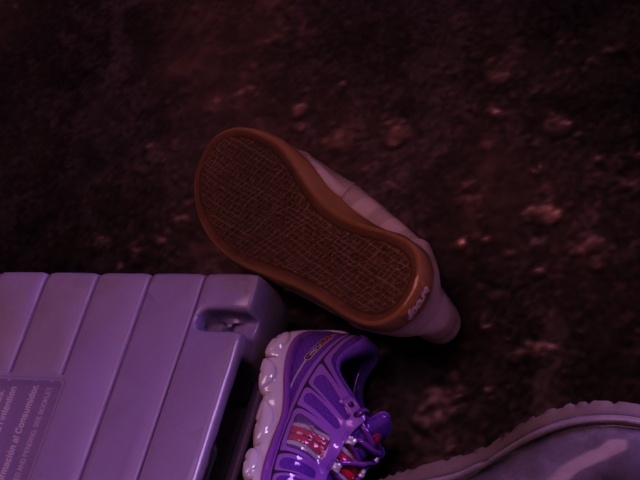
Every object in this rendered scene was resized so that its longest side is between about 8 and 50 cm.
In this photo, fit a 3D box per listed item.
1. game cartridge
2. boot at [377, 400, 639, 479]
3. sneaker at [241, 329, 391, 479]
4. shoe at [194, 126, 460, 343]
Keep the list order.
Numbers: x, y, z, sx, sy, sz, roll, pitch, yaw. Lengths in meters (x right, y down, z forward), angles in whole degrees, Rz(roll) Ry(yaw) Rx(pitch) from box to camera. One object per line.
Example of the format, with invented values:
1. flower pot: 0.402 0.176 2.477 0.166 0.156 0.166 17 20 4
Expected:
1. game cartridge: -0.167 0.178 0.930 0.230 0.068 0.355 -2 56 31
2. boot: 0.080 0.181 0.754 0.189 0.076 0.208 -27 26 25
3. sneaker: 0.001 0.115 0.882 0.071 0.068 0.170 -7 53 16
4. shoe: 0.000 0.000 0.980 0.219 0.058 0.076 37 99 45
